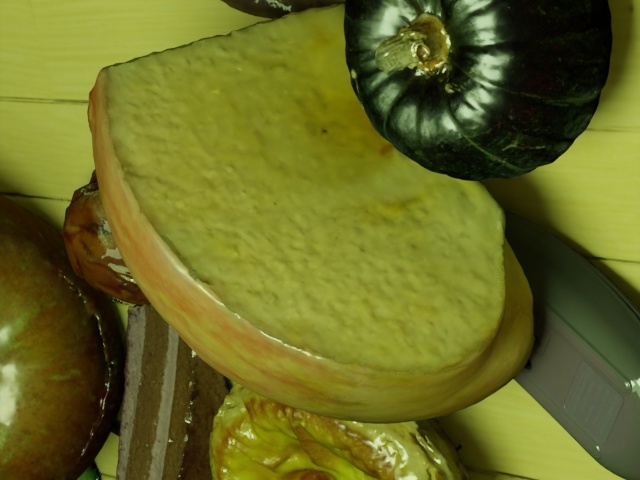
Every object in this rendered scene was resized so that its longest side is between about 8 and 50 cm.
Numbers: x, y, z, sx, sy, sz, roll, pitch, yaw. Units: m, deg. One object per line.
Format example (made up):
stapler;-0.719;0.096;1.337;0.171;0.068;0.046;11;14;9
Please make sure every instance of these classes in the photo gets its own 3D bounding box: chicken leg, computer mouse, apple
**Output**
chicken leg;-0.104;0.028;1.615;0.304;0.093;0.113;26;117;28
computer mouse;0.178;0.073;1.366;0.232;0.057;0.120;44;139;30
apple;0.000;0.000;1.360;0.252;0.314;0.309;-34;69;15
apple;-0.386;0.110;1.787;0.384;0.374;0.374;32;146;-24

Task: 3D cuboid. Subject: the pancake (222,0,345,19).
pancake;-0.037;-0.268;1.389;0.250;0.031;0.250;20;128;27

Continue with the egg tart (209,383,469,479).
egg tart;0.033;0.211;1.552;0.294;0.116;0.295;25;132;32

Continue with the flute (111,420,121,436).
flute;-0.105;0.222;1.774;0.269;0.014;0.014;24;127;35

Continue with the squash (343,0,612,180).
squash;0.103;-0.136;1.254;0.193;0.156;0.193;-3;83;24

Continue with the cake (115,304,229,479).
cake;-0.137;0.198;1.715;0.116;0.112;0.295;3;99;47

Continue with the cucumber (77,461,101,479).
cucumber;-0.272;0.248;1.923;0.115;0.062;0.116;4;97;42
